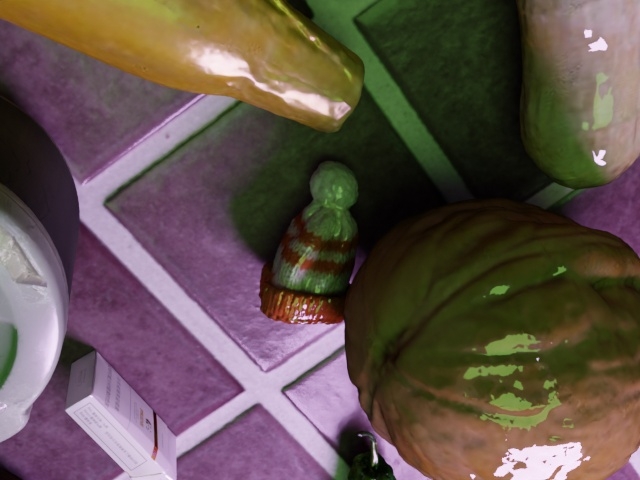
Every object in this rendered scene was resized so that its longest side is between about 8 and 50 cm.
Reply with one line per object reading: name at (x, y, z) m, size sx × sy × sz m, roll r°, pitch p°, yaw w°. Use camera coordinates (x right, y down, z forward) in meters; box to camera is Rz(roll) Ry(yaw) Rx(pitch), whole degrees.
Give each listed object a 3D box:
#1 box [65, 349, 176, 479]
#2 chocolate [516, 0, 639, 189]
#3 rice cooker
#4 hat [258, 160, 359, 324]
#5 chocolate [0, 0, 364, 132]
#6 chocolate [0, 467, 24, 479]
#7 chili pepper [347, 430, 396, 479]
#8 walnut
box at (-0.213, 0.200, 1.041) m, size 0.040 × 0.084 × 0.154 m, roll -31°, pitch 118°, yaw 5°
chocolate at (0.252, -0.190, 0.903) m, size 0.134 × 0.134 × 0.309 m, roll -14°, pitch 121°, yaw -4°
rice cooker at (-0.346, 0.022, 0.812) m, size 0.289 × 0.277 × 0.288 m, roll -5°, pitch 120°, yaw -8°
hat at (0.000, 0.000, 0.976) m, size 0.112 × 0.094 × 0.162 m, roll 4°, pitch 113°, yaw -42°
chocolate at (-0.160, -0.220, 0.808) m, size 0.446 × 0.162 × 0.162 m, roll 23°, pitch 111°, yaw -25°
chocolate at (-0.378, 0.312, 1.075) m, size 0.149 × 0.080 × 0.125 m, roll -12°, pitch 108°, yaw 3°
chili pepper at (0.036, 0.332, 1.171) m, size 0.122 × 0.065 × 0.278 m, roll 16°, pitch 118°, yaw -22°
walnut at (0.186, 0.102, 0.941) m, size 0.333 × 0.333 × 0.332 m, roll -5°, pitch 118°, yaw -9°
